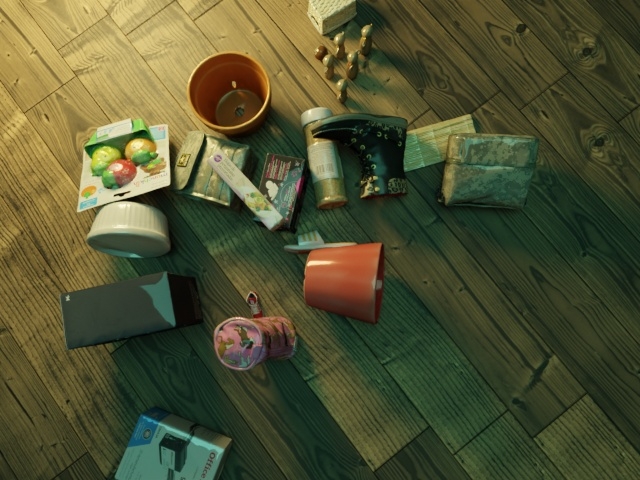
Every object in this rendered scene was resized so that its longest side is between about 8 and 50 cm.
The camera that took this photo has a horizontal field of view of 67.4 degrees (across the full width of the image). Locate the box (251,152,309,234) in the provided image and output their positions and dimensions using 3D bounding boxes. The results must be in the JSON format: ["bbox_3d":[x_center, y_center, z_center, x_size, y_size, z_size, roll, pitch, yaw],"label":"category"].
[{"bbox_3d":[-0.139,-0.163,1.714,0.142,0.163,0.247,13,83,6],"label":"box"}]

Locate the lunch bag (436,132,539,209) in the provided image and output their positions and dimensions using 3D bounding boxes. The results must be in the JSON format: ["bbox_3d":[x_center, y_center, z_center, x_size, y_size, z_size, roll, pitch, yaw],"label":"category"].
[{"bbox_3d":[0.576,-0.239,1.679,0.306,0.212,0.255,4,100,4],"label":"lunch bag"}]

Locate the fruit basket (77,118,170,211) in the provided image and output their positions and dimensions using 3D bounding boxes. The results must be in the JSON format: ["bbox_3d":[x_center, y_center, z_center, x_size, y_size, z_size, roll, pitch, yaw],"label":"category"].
[{"bbox_3d":[-0.696,-0.276,1.692,0.327,0.165,0.352,-16,46,0],"label":"fruit basket"}]

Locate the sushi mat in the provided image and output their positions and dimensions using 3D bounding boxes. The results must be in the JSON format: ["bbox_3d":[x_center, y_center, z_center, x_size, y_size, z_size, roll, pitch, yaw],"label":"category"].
[{"bbox_3d":[0.429,-0.364,1.797,0.317,0.019,0.151,-16,82,-1],"label":"sushi mat"}]

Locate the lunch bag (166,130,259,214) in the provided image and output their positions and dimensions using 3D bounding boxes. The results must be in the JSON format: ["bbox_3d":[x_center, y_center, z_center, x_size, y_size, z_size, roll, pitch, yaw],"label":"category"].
[{"bbox_3d":[-0.402,-0.254,1.738,0.287,0.169,0.235,18,83,10],"label":"lunch bag"}]

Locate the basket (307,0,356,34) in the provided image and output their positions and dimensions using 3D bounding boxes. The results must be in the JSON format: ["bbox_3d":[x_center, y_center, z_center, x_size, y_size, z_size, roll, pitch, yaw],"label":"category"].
[{"bbox_3d":[0.045,-0.895,1.846,0.167,0.103,0.113,-32,83,-4],"label":"basket"}]

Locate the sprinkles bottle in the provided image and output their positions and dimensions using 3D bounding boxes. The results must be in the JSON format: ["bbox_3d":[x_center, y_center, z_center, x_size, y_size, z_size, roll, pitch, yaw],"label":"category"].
[{"bbox_3d":[0.013,-0.297,1.750,0.121,0.121,0.355,-10,82,1],"label":"sprinkles bottle"}]

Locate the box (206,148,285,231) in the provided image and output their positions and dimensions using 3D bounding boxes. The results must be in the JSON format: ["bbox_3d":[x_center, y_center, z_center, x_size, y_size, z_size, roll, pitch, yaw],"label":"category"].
[{"bbox_3d":[-0.247,-0.165,1.603,0.063,0.067,0.324,-43,82,-3],"label":"box"}]

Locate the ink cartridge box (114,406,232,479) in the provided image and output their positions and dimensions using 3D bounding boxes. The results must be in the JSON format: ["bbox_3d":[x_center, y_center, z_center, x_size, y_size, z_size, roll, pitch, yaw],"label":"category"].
[{"bbox_3d":[-0.485,0.731,1.610,0.308,0.129,0.223,21,82,5],"label":"ink cartridge box"}]

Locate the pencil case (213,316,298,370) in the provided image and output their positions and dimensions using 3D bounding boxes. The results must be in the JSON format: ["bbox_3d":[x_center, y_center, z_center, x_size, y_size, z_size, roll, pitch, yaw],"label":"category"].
[{"bbox_3d":[-0.193,0.320,1.530,0.167,0.386,0.159,-20,76,11],"label":"pencil case"}]

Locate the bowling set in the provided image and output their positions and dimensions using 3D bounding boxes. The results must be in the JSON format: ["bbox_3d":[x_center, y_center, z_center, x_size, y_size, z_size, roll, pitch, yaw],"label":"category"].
[{"bbox_3d":[0.060,-0.679,1.788,0.200,0.154,0.286,22,82,5],"label":"bowling set"}]

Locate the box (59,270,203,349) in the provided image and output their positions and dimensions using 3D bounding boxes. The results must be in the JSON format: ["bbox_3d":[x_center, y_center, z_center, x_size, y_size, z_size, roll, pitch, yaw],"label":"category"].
[{"bbox_3d":[-0.610,0.231,1.597,0.344,0.312,0.178,-12,82,1],"label":"box"}]

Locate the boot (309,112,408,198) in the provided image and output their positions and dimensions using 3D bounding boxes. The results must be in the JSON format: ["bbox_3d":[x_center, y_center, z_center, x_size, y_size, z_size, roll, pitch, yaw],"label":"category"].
[{"bbox_3d":[0.152,-0.290,1.685,0.378,0.138,0.283,-5,89,-28],"label":"boot"}]

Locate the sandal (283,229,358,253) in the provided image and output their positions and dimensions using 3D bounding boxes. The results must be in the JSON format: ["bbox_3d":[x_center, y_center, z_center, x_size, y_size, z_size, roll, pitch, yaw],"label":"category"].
[{"bbox_3d":[0.000,0.002,1.724,0.266,0.102,0.076,-3,80,-7],"label":"sandal"}]

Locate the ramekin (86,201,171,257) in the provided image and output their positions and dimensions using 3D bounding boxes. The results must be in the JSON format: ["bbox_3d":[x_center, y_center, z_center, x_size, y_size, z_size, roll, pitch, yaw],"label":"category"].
[{"bbox_3d":[-0.659,-0.036,1.671,0.273,0.273,0.127,-3,71,2],"label":"ramekin"}]

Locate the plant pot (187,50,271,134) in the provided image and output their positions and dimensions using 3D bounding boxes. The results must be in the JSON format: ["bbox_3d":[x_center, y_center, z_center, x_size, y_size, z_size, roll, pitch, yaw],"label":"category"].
[{"bbox_3d":[-0.314,-0.504,1.751,0.291,0.203,0.290,0,82,1],"label":"plant pot"}]

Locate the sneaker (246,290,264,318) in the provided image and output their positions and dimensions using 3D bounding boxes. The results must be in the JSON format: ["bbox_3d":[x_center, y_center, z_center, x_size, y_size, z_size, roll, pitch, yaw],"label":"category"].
[{"bbox_3d":[-0.233,0.236,1.706,0.042,0.067,0.118,-16,81,0],"label":"sneaker"}]

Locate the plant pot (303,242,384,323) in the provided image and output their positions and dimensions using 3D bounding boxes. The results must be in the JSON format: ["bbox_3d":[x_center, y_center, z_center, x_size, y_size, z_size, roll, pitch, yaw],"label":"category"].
[{"bbox_3d":[0.083,0.136,1.626,0.244,0.275,0.274,4,82,12],"label":"plant pot"}]
